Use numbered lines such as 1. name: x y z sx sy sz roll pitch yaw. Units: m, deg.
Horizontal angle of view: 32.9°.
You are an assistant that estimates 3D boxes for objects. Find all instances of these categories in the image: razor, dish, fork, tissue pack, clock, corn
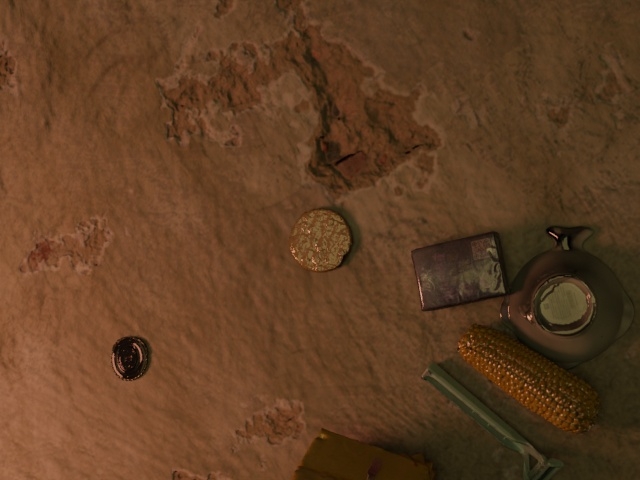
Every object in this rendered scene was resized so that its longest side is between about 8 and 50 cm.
1. razor: 0.286 0.311 1.852 0.278 0.056 0.111 45 133 18
2. dish: 0.412 0.095 1.818 0.224 0.078 0.246 2 87 15
3. fork: 0.072 0.383 1.701 0.016 0.115 0.012 16 126 14
4. tissue pack: 0.241 0.054 1.868 0.156 0.051 0.112 -13 81 21
5. clock: -0.359 0.222 2.031 0.074 0.010 0.083 4 87 13
6. corn: 0.350 0.230 1.819 0.260 0.091 0.091 31 115 16

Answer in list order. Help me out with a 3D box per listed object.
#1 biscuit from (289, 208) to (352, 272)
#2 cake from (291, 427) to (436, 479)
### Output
1. biscuit: 0.000 0.000 1.955 0.120 0.015 0.120 -1 86 14
2. cake: 0.058 0.459 1.799 0.227 0.286 0.222 17 120 12
